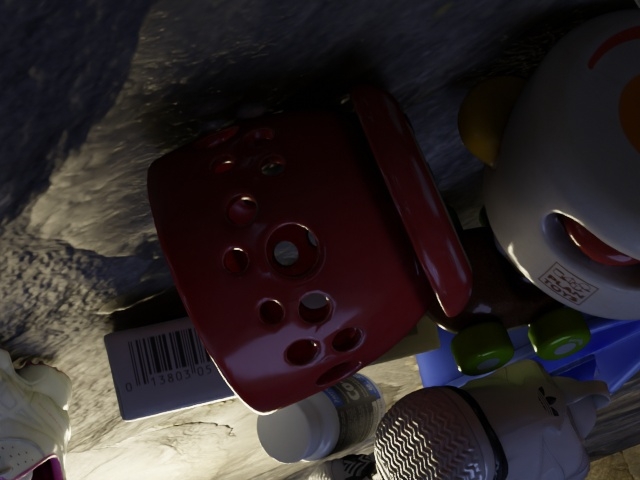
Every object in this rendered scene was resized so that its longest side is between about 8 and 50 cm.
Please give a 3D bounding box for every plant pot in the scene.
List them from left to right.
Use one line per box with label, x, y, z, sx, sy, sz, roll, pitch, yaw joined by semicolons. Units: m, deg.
plant pot;0.000;0.000;0.738;0.174;0.191;0.191;-23;159;7

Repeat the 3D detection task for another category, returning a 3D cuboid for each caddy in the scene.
caddy;0.253;0.104;1.198;0.241;0.179;0.341;4;152;-43

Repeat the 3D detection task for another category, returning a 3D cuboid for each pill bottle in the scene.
pill bottle;0.001;0.180;1.110;0.078;0.078;0.137;-28;168;31

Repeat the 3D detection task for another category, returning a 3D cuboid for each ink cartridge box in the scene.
ink cartridge box;-0.063;0.118;1.194;0.308;0.091;0.385;-13;175;-9

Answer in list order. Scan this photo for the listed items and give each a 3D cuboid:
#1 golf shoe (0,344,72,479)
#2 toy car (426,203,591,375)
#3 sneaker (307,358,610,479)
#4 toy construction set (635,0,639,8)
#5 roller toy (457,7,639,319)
golf shoe;-0.323;0.172;1.024;0.115;0.140;0.306;-20;158;16
toy car;0.168;-0.002;0.924;0.149;0.155;0.188;-9;149;-17
sneaker;0.128;0.232;1.064;0.210;0.137;0.366;-12;154;-28
toy construction set;0.297;-0.154;0.538;0.328;0.215;0.151;-34;-169;20
roller toy;0.215;-0.047;0.761;0.209;0.191;0.146;-10;159;-15
